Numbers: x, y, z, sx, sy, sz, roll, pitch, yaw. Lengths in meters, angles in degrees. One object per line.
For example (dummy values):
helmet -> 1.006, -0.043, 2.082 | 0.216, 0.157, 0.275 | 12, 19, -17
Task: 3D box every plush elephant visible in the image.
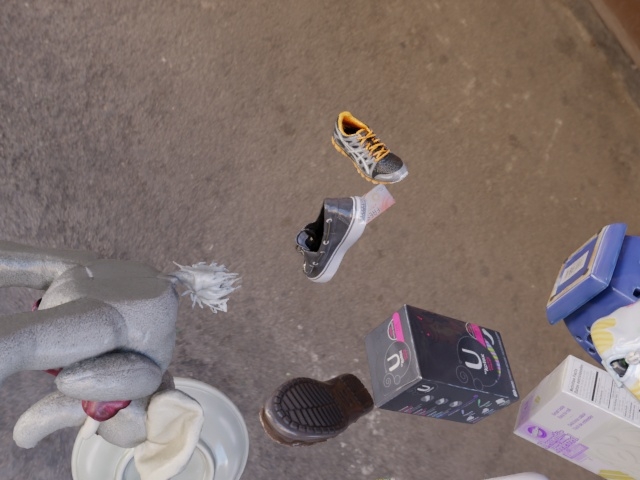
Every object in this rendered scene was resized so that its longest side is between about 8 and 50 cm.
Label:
plush elephant -> -0.271, 0.155, 0.756 | 0.330, 0.272, 0.255 | -2, 115, -33

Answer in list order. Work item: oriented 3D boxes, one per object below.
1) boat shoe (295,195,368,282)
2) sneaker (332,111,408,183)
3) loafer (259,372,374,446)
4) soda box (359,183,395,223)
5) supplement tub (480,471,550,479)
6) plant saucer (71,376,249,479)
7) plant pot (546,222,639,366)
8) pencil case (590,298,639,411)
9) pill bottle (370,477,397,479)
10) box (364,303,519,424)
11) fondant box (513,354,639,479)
boat shoe -> 0.000, 0.000, 0.943 | 0.076, 0.228, 0.080 | 8, 65, -15
sneaker -> 0.101, -0.199, 1.330 | 0.084, 0.083, 0.215 | -39, 62, -23
loafer -> -0.011, 0.367, 1.264 | 0.133, 0.130, 0.366 | 54, 19, 26
soda box -> 0.093, -0.064, 1.507 | 0.183, 0.058, 0.063 | -37, 94, -16
supplement tub -> 0.288, 0.501, 0.915 | 0.191, 0.191, 0.272 | 0, 62, -21
plant saucer -> -0.354, 0.510, 1.397 | 0.401, 0.100, 0.400 | -5, 106, -16
plant pot -> 0.656, 0.115, 1.369 | 0.212, 0.236, 0.236 | 33, 55, 4
pencil case -> 0.391, 0.054, 0.569 | 0.124, 0.273, 0.113 | 21, 38, -37
pill bottle -> 0.097, 0.665, 1.535 | 0.209, 0.117, 0.117 | -9, 81, 5
box -> 0.244, 0.258, 1.250 | 0.271, 0.143, 0.165 | 17, 46, -30
fondant box -> 0.602, 0.391, 1.255 | 0.330, 0.238, 0.096 | 26, 53, 9
